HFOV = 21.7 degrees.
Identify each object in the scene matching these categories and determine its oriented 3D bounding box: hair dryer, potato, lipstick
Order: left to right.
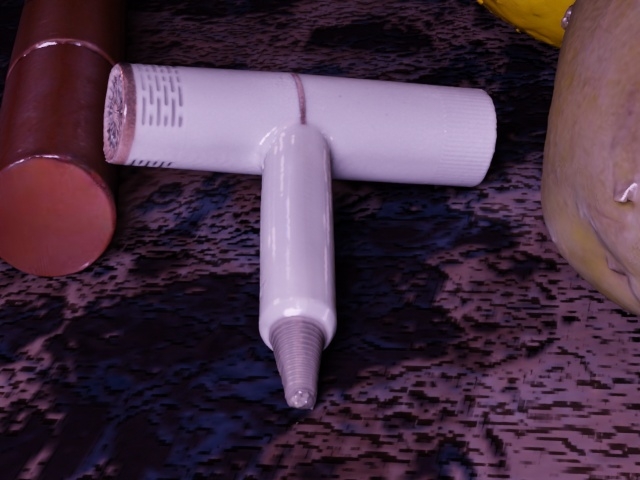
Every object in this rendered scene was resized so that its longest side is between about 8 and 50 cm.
[{"bbox_3d":[-0.119,-0.086,0.797,0.057,0.057,0.356,-7,27,-2],"label":"lipstick"},{"bbox_3d":[0.008,0.001,0.611,0.155,0.044,0.183,1,41,-18],"label":"hair dryer"},{"bbox_3d":[0.171,-0.055,0.568,0.235,0.160,0.178,-37,18,-32],"label":"potato"}]

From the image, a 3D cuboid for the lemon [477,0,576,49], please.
[{"bbox_3d":[0.162,-0.198,0.774,0.263,0.236,0.236,-2,25,-6],"label":"lemon"}]
